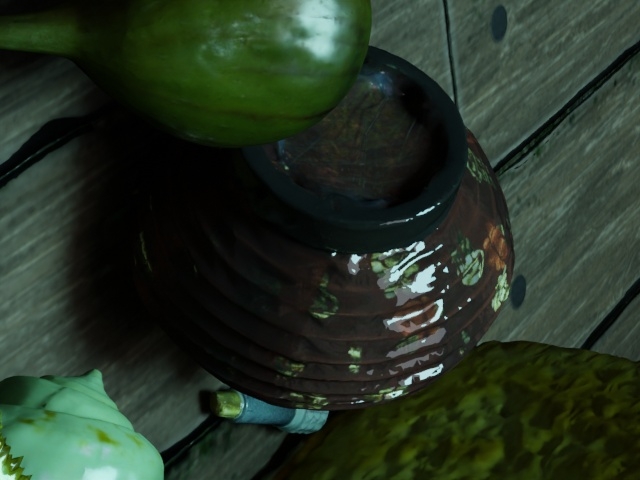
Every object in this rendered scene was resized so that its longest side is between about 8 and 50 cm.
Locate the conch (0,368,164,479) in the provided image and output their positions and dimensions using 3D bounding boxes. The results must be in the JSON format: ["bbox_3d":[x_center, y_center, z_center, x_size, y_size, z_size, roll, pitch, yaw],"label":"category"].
[{"bbox_3d":[-0.181,0.182,1.027,0.137,0.143,0.250,19,97,-31],"label":"conch"}]

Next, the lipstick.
[{"bbox_3d":[-0.041,0.116,1.323,0.116,0.037,0.037,8,90,-54],"label":"lipstick"}]

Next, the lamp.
[{"bbox_3d":[0.000,0.000,1.180,0.247,0.247,0.247,-22,116,-55],"label":"lamp"}]

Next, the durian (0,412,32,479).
[{"bbox_3d":[-0.245,0.139,0.851,0.237,0.176,0.200,-7,94,-64],"label":"durian"}]

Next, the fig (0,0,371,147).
[{"bbox_3d":[-0.097,-0.127,0.999,0.259,0.151,0.151,2,96,-31],"label":"fig"}]

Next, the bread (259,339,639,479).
[{"bbox_3d":[0.116,0.237,1.299,0.398,0.398,0.215,-49,124,-42],"label":"bread"}]
